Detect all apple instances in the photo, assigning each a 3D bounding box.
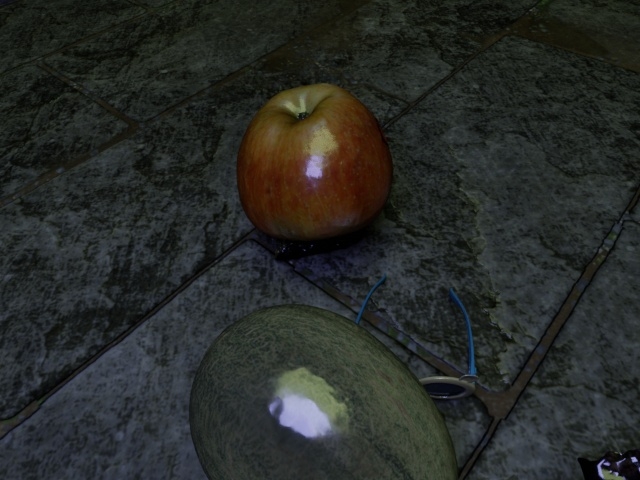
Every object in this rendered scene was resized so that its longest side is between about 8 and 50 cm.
[{"bbox_3d":[-0.013,-0.143,0.824,0.278,0.249,0.309,-10,19,-12],"label":"apple"}]

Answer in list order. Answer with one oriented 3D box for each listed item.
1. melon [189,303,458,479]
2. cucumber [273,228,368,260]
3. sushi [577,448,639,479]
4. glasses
[{"bbox_3d":[-0.003,0.218,0.547,0.329,0.248,0.248,33,58,23],"label":"melon"},{"bbox_3d":[0.000,0.000,0.866,0.182,0.053,0.053,-10,50,-10],"label":"cucumber"},{"bbox_3d":[0.356,0.307,0.424,0.349,0.207,0.234,14,51,-23],"label":"sushi"},{"bbox_3d":[0.144,0.153,0.736,0.190,0.088,0.220,10,30,12],"label":"glasses"}]
